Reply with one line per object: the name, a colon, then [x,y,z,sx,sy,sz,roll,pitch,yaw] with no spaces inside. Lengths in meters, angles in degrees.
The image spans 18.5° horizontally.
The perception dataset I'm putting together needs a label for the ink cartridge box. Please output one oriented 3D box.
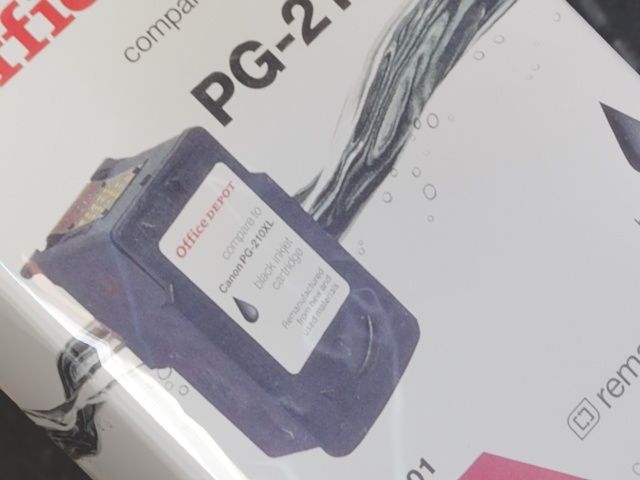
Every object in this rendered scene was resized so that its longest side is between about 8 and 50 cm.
ink cartridge box: [0.000,0.000,0.549,0.237,0.172,0.100,45,161,-3]
